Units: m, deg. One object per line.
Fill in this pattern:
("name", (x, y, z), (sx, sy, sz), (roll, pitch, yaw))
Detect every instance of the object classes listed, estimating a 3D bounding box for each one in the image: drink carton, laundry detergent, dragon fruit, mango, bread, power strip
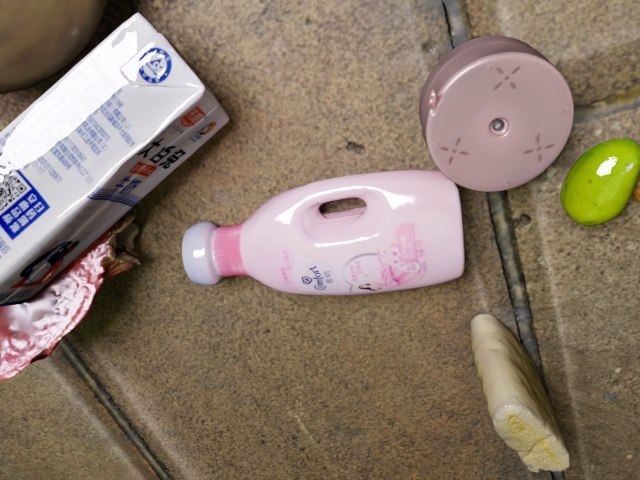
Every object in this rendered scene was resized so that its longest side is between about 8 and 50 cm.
("drink carton", (-0.244, -0.068, 0.586), (0.315, 0.130, 0.106), (-41, 90, 0))
("laundry detergent", (0.000, 0.000, 0.713), (0.335, 0.088, 0.159), (-6, 117, 8))
("dragon fruit", (-0.323, 0.020, 0.721), (0.211, 0.134, 0.262), (-12, 86, -5))
("mango", (0.319, -0.066, 0.662), (0.073, 0.056, 0.108), (36, 123, 13))
("bread", (0.252, 0.195, 0.767), (0.060, 0.178, 0.139), (-35, 112, 22))
("power strip", (0.184, -0.132, 0.620), (0.154, 0.078, 0.154), (0, 121, 1))

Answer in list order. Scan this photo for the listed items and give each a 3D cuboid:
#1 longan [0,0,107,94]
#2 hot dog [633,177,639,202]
("longan", (-0.310, -0.267, 0.474), (0.300, 0.243, 0.300), (-1, 139, -1))
("hot dog", (0.409, -0.135, 0.609), (0.100, 0.068, 0.249), (7, 123, -1))
